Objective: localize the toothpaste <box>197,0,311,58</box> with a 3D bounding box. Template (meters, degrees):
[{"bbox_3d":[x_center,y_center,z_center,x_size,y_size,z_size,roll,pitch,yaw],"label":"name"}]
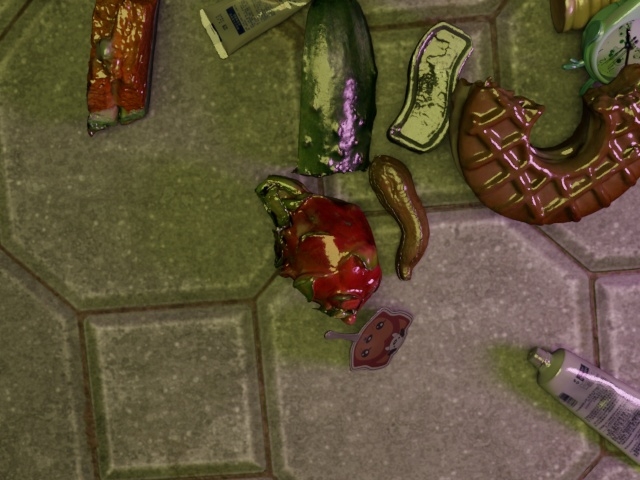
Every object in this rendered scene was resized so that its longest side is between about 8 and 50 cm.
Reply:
[{"bbox_3d":[-0.086,-0.428,1.688,0.266,0.061,0.096,-28,94,13],"label":"toothpaste"}]

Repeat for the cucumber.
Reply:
[{"bbox_3d":[0.027,-0.270,1.644,0.145,0.105,0.325,3,101,3],"label":"cucumber"}]

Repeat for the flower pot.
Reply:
[{"bbox_3d":[0.193,-0.263,1.649,0.103,0.108,0.229,18,97,1],"label":"flower pot"}]

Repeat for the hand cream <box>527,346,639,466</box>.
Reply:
[{"bbox_3d":[0.512,0.293,1.702,0.341,0.078,0.124,35,96,-7],"label":"hand cream"}]

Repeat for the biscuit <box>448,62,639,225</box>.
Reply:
[{"bbox_3d":[0.395,-0.158,1.600,0.366,0.115,0.268,-1,120,-7],"label":"biscuit"}]

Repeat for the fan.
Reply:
[{"bbox_3d":[0.079,0.171,1.660,0.009,0.220,0.132,36,107,40],"label":"fan"}]

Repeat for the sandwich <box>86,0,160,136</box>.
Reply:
[{"bbox_3d":[-0.340,-0.336,1.643,0.109,0.212,0.292,6,82,-11],"label":"sandwich"}]

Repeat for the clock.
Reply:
[{"bbox_3d":[0.510,-0.333,1.608,0.211,0.066,0.159,-32,131,15],"label":"clock"}]

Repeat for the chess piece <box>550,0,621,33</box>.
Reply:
[{"bbox_3d":[0.487,-0.412,1.633,0.170,0.094,0.094,-7,94,-3],"label":"chess piece"}]

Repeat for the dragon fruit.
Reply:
[{"bbox_3d":[-0.013,0.014,1.641,0.269,0.198,0.200,28,62,-9],"label":"dragon fruit"}]

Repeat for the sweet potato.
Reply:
[{"bbox_3d":[0.147,-0.046,1.696,0.081,0.062,0.233,-14,97,20],"label":"sweet potato"}]
